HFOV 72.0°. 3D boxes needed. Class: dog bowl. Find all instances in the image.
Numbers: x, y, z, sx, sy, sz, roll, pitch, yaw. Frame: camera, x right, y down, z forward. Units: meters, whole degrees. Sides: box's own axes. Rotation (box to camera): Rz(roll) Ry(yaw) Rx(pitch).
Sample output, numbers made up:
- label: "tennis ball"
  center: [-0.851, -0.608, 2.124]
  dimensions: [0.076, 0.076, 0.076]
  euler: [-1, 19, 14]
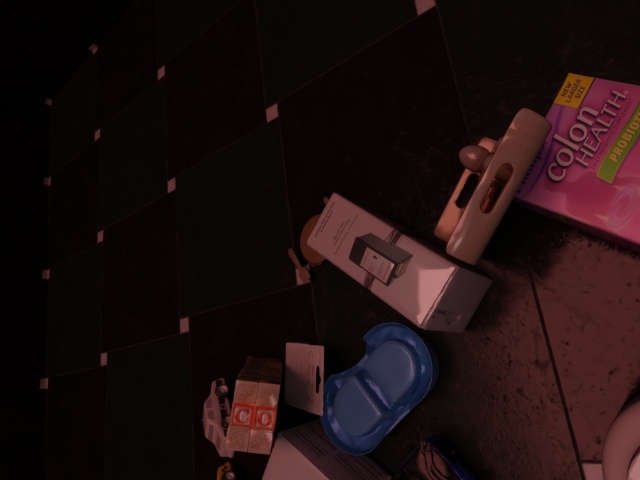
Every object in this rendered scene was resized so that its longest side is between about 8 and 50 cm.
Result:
- label: "dog bowl"
  center: [0.121, 0.300, 0.900]
  dimensions: [0.297, 0.074, 0.166]
  euler: [-53, 55, 17]

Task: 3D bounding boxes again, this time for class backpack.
- label: "backpack"
  center: [0.218, 0.419, 0.782]
  dimensions: [0.120, 0.101, 0.098]
  euler: [44, 110, 31]

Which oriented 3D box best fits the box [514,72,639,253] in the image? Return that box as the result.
- label: "box"
  center: [0.463, -0.115, 0.686]
  dimensions: [0.243, 0.117, 0.214]
  euler: [33, 102, 38]

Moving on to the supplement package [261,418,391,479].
- label: "supplement package"
  center: [-0.014, 0.547, 0.902]
  dimensions: [0.204, 0.145, 0.262]
  euler: [26, 100, 38]

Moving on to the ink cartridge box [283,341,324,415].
- label: "ink cartridge box"
  center: [-0.025, 0.305, 0.996]
  dimensions: [0.179, 0.045, 0.145]
  euler: [-16, 70, 56]

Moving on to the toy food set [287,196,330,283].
- label: "toy food set"
  center: [0.000, 0.000, 1.084]
  dimensions: [0.192, 0.038, 0.132]
  euler: [-53, 47, 24]

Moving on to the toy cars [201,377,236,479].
- label: "toy cars"
  center: [-0.255, 0.550, 1.091]
  dimensions: [0.176, 0.087, 0.394]
  euler: [145, 120, -63]

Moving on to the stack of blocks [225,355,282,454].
- label: "stack of blocks"
  center: [-0.138, 0.364, 0.960]
  dimensions: [0.087, 0.297, 0.171]
  euler: [8, 83, -3]

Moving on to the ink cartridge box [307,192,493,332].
- label: "ink cartridge box"
  center: [0.152, 0.041, 0.841]
  dimensions: [0.289, 0.211, 0.122]
  euler: [36, 102, 36]

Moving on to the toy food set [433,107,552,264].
- label: "toy food set"
  center: [0.259, -0.089, 0.742]
  dimensions: [0.092, 0.306, 0.220]
  euler: [27, 100, 9]

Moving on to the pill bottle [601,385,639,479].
- label: "pill bottle"
  center: [0.435, 0.257, 0.501]
  dimensions: [0.181, 0.323, 0.182]
  euler: [-8, 76, 37]
